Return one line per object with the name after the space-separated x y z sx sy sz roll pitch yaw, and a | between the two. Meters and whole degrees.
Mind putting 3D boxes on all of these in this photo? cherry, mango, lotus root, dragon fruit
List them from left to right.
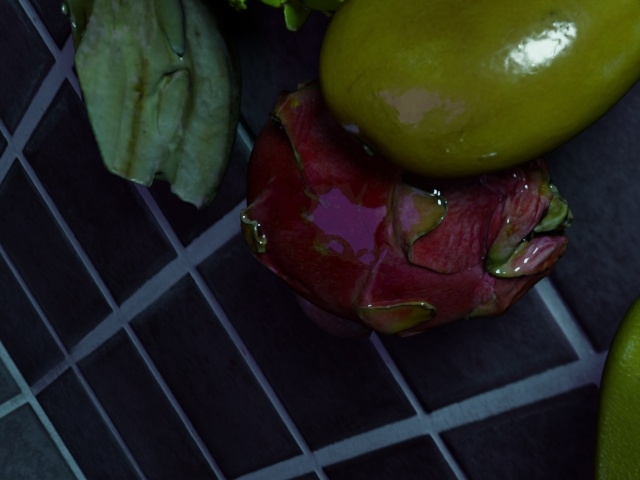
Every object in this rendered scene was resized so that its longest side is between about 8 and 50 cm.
-0.173 -0.198 1.332 0.210 0.142 0.314 12 131 7 | lotus root
0.000 0.000 1.294 0.225 0.090 0.107 67 154 5 | cherry
0.053 -0.038 1.051 0.315 0.250 0.250 43 146 30 | dragon fruit
0.120 -0.132 0.861 0.255 0.139 0.175 -14 66 23 | mango

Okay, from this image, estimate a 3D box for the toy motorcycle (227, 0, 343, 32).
-0.037 -0.267 1.060 0.342 0.142 0.206 20 170 46 | toy motorcycle

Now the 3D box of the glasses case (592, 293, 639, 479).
0.287 0.186 0.952 0.141 0.173 0.371 25 134 41 | glasses case
